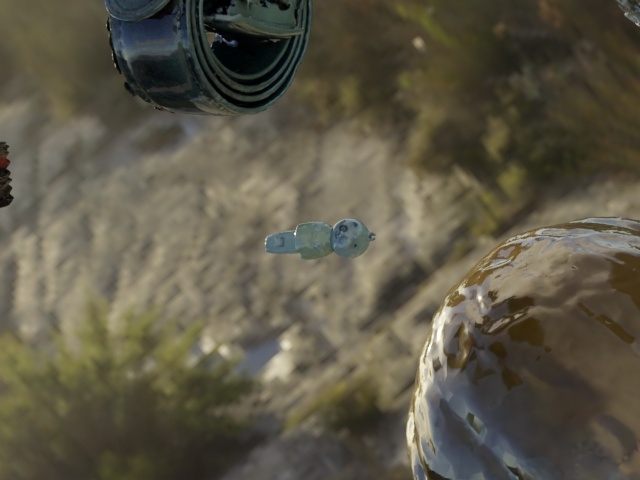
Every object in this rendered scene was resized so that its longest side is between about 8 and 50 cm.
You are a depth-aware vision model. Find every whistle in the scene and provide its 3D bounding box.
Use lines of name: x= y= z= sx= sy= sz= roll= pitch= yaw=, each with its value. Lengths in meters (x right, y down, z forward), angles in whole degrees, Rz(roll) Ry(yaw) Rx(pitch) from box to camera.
whistle: x=0.000 y=0.000 z=1.704 sx=0.100 sy=0.035 sz=0.035 roll=-4 pitch=35 yaw=21

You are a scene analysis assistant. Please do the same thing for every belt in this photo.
belt: x=-0.099 y=-0.217 z=1.847 sx=0.116 sy=0.206 sz=0.267 roll=5 pitch=15 yaw=27

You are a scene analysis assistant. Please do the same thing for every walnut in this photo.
walnut: x=0.216 y=0.139 z=1.382 sx=0.333 sy=0.333 sz=0.333 roll=-33 pitch=22 yaw=15

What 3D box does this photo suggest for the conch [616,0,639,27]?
conch: x=0.249 y=-0.218 z=1.278 sx=0.245 sy=0.178 sz=0.163 roll=-18 pitch=52 yaw=66

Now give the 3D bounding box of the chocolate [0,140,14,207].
chocolate: x=-0.320 y=-0.039 z=1.483 sx=0.182 sy=0.086 sz=0.028 roll=-7 pitch=56 yaw=-9
